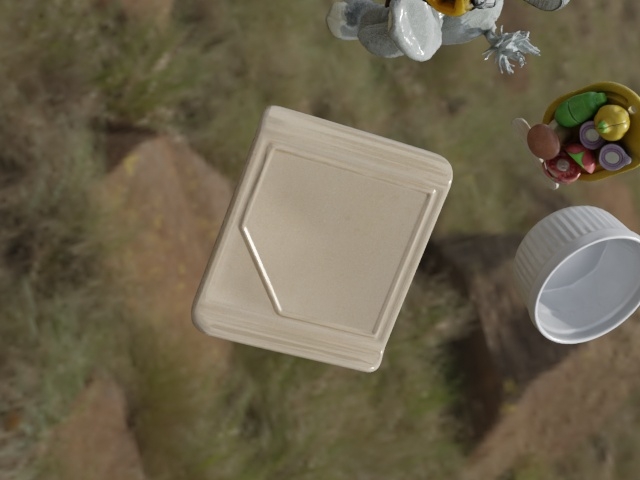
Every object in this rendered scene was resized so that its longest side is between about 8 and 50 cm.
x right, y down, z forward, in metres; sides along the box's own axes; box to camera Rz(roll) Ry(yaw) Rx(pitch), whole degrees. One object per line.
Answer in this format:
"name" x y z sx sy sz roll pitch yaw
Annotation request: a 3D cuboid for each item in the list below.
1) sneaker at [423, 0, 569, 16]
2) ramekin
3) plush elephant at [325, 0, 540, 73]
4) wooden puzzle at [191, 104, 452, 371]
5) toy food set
"sneaker" 0.110 -0.207 1.228 0.225 0.088 0.093 13 86 -45
"ramekin" 0.389 0.045 2.487 0.207 0.207 0.109 51 4 -44
"plush elephant" 0.161 -0.390 2.374 0.330 0.272 0.255 37 -8 26
"wooden puzzle" 0.000 0.000 1.666 0.221 0.239 0.044 15 10 -25
"toy food set" 0.343 -0.131 2.218 0.071 0.218 0.128 -30 96 -43
